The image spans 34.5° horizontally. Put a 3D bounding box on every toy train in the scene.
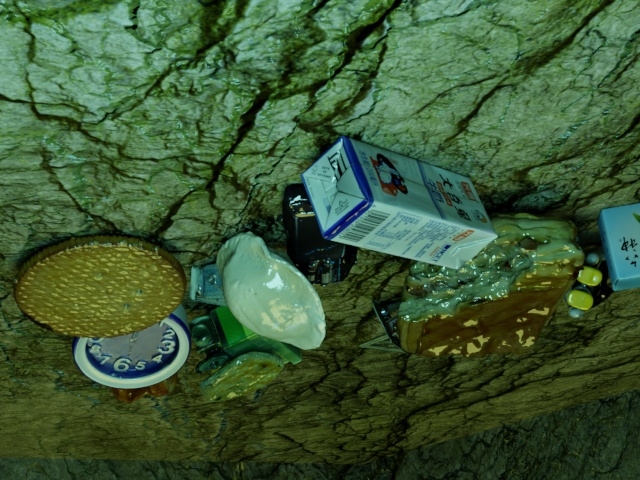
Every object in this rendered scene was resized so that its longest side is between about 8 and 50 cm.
[{"bbox_3d":[-0.168,0.213,2.199,0.202,0.120,0.301,-25,157,5],"label":"toy train"}]

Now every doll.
[{"bbox_3d":[0.517,0.087,2.016,0.103,0.146,0.316,-4,-179,14],"label":"doll"}]

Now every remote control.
[{"bbox_3d":[0.000,0.000,1.808,0.144,0.062,0.399,-7,160,-1],"label":"remote control"}]

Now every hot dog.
[{"bbox_3d":[-0.410,0.268,2.297,0.158,0.117,0.349,-9,157,-5],"label":"hot dog"}]

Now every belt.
[{"bbox_3d":[-0.147,0.084,1.951,0.147,0.082,0.163,-7,165,28],"label":"belt"}]

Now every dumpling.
[{"bbox_3d":[-0.081,0.084,1.796,0.131,0.252,0.179,-34,170,-40],"label":"dumpling"}]

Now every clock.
[{"bbox_3d":[-0.373,0.192,2.040,0.230,0.083,0.230,-6,130,-7],"label":"clock"}]

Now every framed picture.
[{"bbox_3d":[0.209,0.261,2.647,0.183,0.011,0.142,12,152,-42],"label":"framed picture"}]

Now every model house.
[{"bbox_3d":[0.193,0.179,2.315,0.088,0.117,0.167,-29,154,9],"label":"model house"}]

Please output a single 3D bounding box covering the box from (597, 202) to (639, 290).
[{"bbox_3d":[0.650,0.000,1.926,0.232,0.143,0.083,-9,159,4],"label":"box"}]

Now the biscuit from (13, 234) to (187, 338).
[{"bbox_3d":[-0.389,0.082,1.832,0.305,0.038,0.305,-7,143,-5],"label":"biscuit"}]

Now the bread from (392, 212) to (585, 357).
[{"bbox_3d":[0.296,0.065,1.921,0.314,0.191,0.370,-1,147,-3],"label":"bread"}]

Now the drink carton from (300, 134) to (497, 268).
[{"bbox_3d":[0.130,-0.053,1.597,0.315,0.131,0.106,13,138,-42],"label":"drink carton"}]

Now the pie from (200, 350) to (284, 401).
[{"bbox_3d":[-0.164,0.279,2.138,0.187,0.041,0.187,-20,156,-9],"label":"pie"}]

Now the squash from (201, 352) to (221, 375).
[{"bbox_3d":[-0.176,0.258,2.397,0.188,0.095,0.095,-4,159,-20],"label":"squash"}]

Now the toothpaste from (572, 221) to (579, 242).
[{"bbox_3d":[0.471,0.012,2.032,0.034,0.046,0.164,-10,159,-3],"label":"toothpaste"}]
